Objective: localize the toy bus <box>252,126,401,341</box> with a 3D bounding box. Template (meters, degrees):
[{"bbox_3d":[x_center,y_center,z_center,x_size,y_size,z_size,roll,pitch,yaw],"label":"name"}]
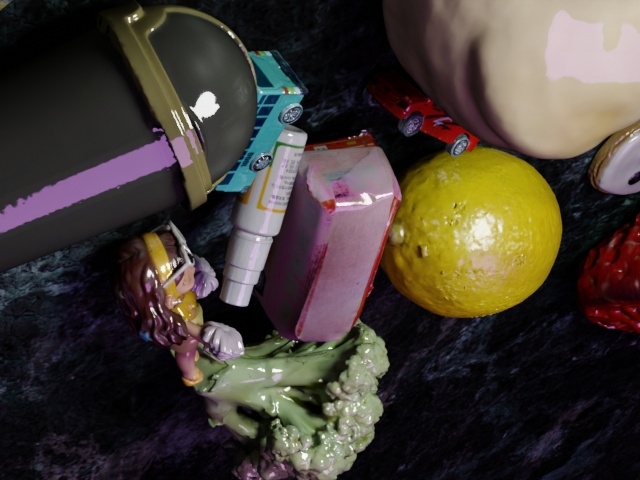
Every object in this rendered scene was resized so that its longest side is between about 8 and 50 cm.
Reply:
[{"bbox_3d":[0.000,0.000,2.038,0.127,0.147,0.302,-11,140,-25],"label":"toy bus"}]

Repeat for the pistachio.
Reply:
[{"bbox_3d":[0.248,-0.266,1.738,0.365,0.281,0.445,12,145,-3],"label":"pistachio"}]

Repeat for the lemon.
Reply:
[{"bbox_3d":[0.196,-0.012,2.147,0.263,0.236,0.236,-20,148,-21],"label":"lemon"}]

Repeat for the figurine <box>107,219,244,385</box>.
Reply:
[{"bbox_3d":[-0.179,0.081,1.974,0.116,0.174,0.240,-28,138,2],"label":"figurine"}]

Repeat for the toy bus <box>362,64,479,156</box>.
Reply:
[{"bbox_3d":[0.138,-0.172,2.004,0.089,0.081,0.195,-54,148,13],"label":"toy bus"}]

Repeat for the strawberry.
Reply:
[{"bbox_3d":[0.587,0.039,2.661,0.345,0.295,0.317,-7,176,17],"label":"strawberry"}]

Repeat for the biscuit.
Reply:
[{"bbox_3d":[0.505,-0.135,2.485,0.208,0.049,0.181,-25,149,-22],"label":"biscuit"}]

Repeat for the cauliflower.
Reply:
[{"bbox_3d":[-0.048,0.227,2.215,0.281,0.260,0.327,-8,143,-40],"label":"cauliflower"}]

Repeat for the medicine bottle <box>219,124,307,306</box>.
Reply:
[{"bbox_3d":[-0.078,-0.035,1.930,0.061,0.092,0.220,13,102,-19],"label":"medicine bottle"}]

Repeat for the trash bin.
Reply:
[{"bbox_3d":[-0.215,-0.107,1.587,0.334,0.214,0.214,-23,150,-11],"label":"trash bin"}]

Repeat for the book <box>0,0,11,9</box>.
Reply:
[{"bbox_3d":[-0.327,-0.244,1.450,0.228,0.024,0.160,-39,154,5],"label":"book"}]

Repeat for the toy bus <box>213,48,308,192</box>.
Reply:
[{"bbox_3d":[-0.094,-0.130,1.815,0.092,0.079,0.160,-6,139,-44],"label":"toy bus"}]
